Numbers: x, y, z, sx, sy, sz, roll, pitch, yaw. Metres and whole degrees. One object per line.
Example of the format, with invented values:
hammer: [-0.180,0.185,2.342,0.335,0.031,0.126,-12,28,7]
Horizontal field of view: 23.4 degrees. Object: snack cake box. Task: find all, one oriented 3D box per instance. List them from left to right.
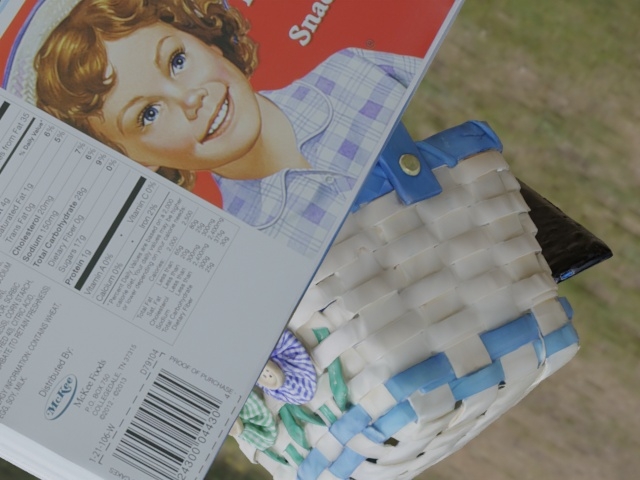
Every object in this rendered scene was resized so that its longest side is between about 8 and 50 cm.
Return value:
snack cake box: [-0.060,-0.037,0.598,0.152,0.264,0.089,29,162,0]

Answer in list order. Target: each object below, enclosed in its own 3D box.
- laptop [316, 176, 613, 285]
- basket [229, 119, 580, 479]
laptop: [0.076,0.079,1.165,0.136,0.264,0.234,67,174,-23]
basket: [0.000,0.000,0.913,0.289,0.201,0.255,60,150,18]
